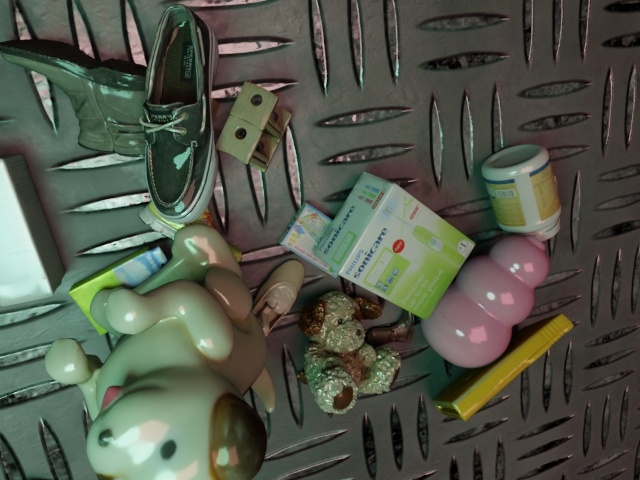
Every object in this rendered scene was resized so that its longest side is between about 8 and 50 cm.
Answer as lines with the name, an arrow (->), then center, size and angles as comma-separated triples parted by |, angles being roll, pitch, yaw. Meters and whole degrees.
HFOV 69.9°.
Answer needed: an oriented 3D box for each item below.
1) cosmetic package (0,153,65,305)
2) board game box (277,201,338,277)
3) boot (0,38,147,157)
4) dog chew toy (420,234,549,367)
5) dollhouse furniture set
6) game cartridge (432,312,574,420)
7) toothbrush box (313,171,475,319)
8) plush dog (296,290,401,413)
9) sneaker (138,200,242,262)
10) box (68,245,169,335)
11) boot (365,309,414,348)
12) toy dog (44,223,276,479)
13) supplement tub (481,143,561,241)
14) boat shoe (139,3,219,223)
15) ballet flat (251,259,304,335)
cosmetic package -> -0.509, -0.021, 0.755 | 0.086, 0.117, 0.230 | -13, 107, -15
board game box -> 0.000, 0.000, 0.989 | 0.154, 0.026, 0.103 | 33, 92, -24
boot -> -0.395, -0.224, 0.752 | 0.247, 0.083, 0.161 | 15, 123, -4
dog chew toy -> 0.382, 0.128, 1.044 | 0.207, 0.206, 0.331 | 30, 105, -24
dollhouse furniture set -> -0.168, -0.228, 0.833 | 0.184, 0.129, 0.128 | 27, 95, 6
game cartridge -> 0.428, 0.310, 1.110 | 0.324, 0.285, 0.052 | -35, 73, -6
toothbrush box -> 0.162, 0.018, 0.979 | 0.283, 0.122, 0.206 | 30, 93, -32
plush dog -> 0.035, 0.224, 1.006 | 0.263, 0.211, 0.225 | -1, 91, -48
sneaker -> -0.229, -0.026, 0.871 | 0.209, 0.081, 0.094 | 34, 90, -24
box -> -0.365, 0.090, 0.876 | 0.178, 0.042, 0.109 | -29, 113, -10
boot -> 0.166, 0.207, 1.104 | 0.114, 0.037, 0.106 | -5, 104, -13
toy dog -> -0.218, 0.230, 0.703 | 0.285, 0.408, 0.395 | -28, 114, 3
supplement tub -> 0.468, -0.106, 1.060 | 0.144, 0.144, 0.199 | -29, 113, -10
boat shoe -> -0.233, -0.194, 0.716 | 0.121, 0.119, 0.334 | 2, 91, 8
ballet flat -> -0.110, 0.153, 0.963 | 0.086, 0.086, 0.248 | 38, 90, -24
